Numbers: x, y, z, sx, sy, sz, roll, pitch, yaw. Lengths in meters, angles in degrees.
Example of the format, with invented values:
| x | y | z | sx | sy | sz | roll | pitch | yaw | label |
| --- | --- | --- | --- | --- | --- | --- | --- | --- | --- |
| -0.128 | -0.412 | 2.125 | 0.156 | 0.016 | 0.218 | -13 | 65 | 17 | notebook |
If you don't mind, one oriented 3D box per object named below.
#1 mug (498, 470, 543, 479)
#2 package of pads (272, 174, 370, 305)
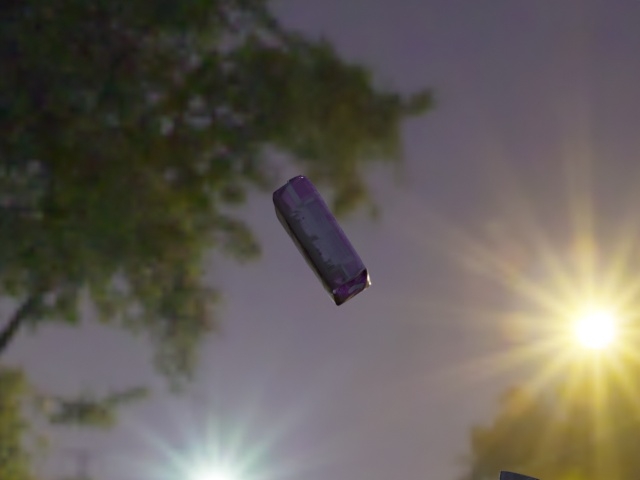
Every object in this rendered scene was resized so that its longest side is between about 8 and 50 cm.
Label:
| x | y | z | sx | sy | sz | roll | pitch | yaw | label |
| --- | --- | --- | --- | --- | --- | --- | --- | --- | --- |
| 0.176 | 0.231 | 1.506 | 0.078 | 0.064 | 0.062 | 24 | -13 | -32 | mug |
| 0.000 | 0.000 | 1.228 | 0.032 | 0.083 | 0.050 | -32 | -16 | -4 | package of pads |
